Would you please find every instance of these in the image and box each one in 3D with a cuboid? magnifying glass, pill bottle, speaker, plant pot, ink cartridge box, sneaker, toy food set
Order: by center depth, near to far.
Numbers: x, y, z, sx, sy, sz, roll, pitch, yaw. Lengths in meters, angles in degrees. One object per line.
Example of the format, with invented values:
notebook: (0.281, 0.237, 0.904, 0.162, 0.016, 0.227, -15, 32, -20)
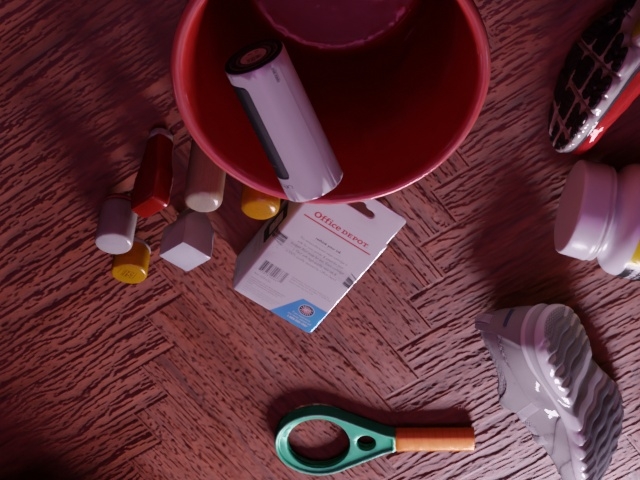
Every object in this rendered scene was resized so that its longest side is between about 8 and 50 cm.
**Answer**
speaker: (-0.029, -0.100, 1.433, 0.055, 0.055, 0.136, -18, 121, 13)
plant pot: (0.012, -0.205, 1.541, 0.275, 0.243, 0.275, 1, 122, 1)
sneaker: (0.329, -0.177, 1.636, 0.118, 0.107, 0.279, 24, 123, -24)
pill bottle: (0.353, -0.012, 1.728, 0.209, 0.119, 0.119, 13, 122, -6)
toy food set: (-0.146, -0.050, 1.754, 0.111, 0.104, 0.232, 31, 138, -32)
ink cartridge box: (0.000, 0.000, 1.781, 0.104, 0.060, 0.180, 32, 119, -17)
sneaker: (0.256, 0.169, 1.881, 0.115, 0.105, 0.281, 8, 135, 38)
magnifying glass: (0.062, 0.231, 1.950, 0.231, 0.026, 0.092, -2, 123, 2)
